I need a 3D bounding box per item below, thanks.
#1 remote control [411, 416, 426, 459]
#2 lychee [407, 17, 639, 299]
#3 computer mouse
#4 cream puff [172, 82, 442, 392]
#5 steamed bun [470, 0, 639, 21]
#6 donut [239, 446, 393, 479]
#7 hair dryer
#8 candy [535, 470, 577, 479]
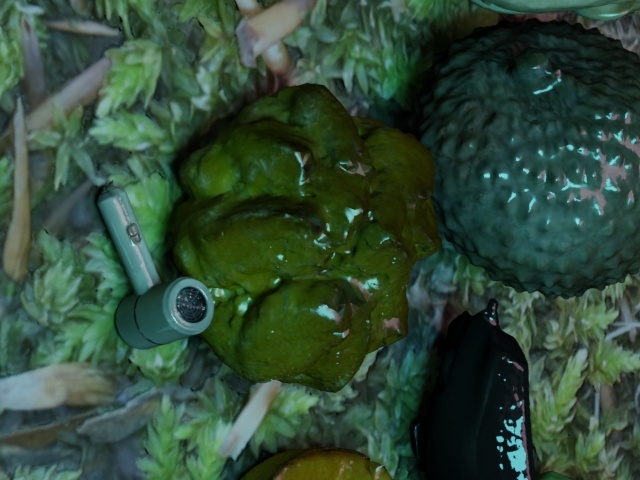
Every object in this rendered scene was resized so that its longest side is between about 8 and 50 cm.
[{"bbox_3d":[0.119,0.179,1.766,0.096,0.014,0.039,-8,96,-42],"label":"remote control"},{"bbox_3d":[0.200,-0.071,1.684,0.255,0.255,0.274,-53,156,-26],"label":"lychee"},{"bbox_3d":[0.139,0.183,1.693,0.088,0.147,0.264,-2,94,-11],"label":"computer mouse"},{"bbox_3d":[-0.008,-0.003,1.553,0.244,0.196,0.244,32,42,-34],"label":"cream puff"},{"bbox_3d":[0.231,-0.369,1.651,0.394,0.237,0.347,34,53,-27],"label":"steamed bun"},{"bbox_3d":[-0.011,0.253,1.626,0.178,0.065,0.162,20,84,-41],"label":"donut"},{"bbox_3d":[-0.140,0.016,1.498,0.047,0.082,0.137,-23,92,-38],"label":"hair dryer"},{"bbox_3d":[0.199,0.390,1.783,0.142,0.132,0.344,21,72,4],"label":"candy"}]
